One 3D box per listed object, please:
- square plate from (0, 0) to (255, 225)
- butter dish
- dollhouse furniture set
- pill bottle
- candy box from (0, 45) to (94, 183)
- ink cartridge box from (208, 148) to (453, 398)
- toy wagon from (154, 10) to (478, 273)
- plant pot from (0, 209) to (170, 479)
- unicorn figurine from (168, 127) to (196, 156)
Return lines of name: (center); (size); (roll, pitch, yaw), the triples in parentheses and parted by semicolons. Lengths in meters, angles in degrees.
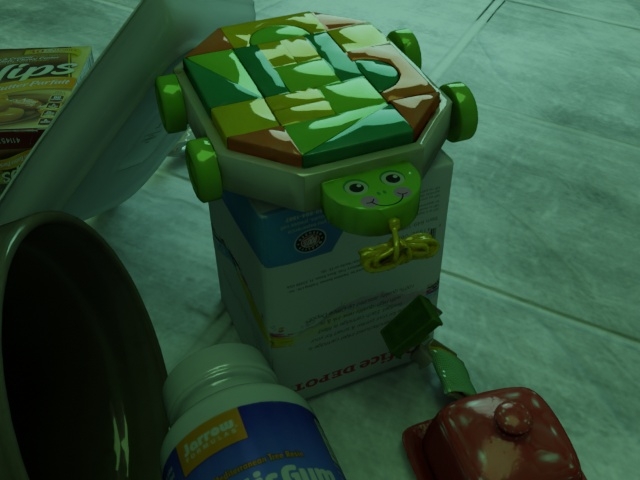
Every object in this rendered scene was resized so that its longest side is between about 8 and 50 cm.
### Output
square plate: (-0.210, -0.136, 0.932); (0.049, 0.344, 0.347); (41, 17, -1)
butter dish: (0.175, 0.198, 0.765); (0.160, 0.118, 0.160); (-11, 42, -12)
dollhouse furniture set: (0.130, 0.113, 0.842); (0.058, 0.151, 0.076); (-42, 39, 16)
pill bottle: (-0.054, 0.223, 0.711); (0.152, 0.152, 0.272); (-15, 45, -16)
candy box: (-0.445, -0.192, 1.192); (0.183, 0.087, 0.316); (-3, 33, -4)
ink cartridge box: (0.000, 0.000, 0.873); (0.198, 0.270, 0.197); (-16, 43, -18)
toy wagon: (0.007, -0.106, 0.735); (0.267, 0.068, 0.344); (-15, 42, -15)
plant pot: (-0.310, 0.164, 0.693); (0.280, 0.323, 0.323); (-16, 42, 6)
unicorn figurine: (-0.180, -0.158, 1.217); (0.111, 0.060, 0.162); (-6, 26, -6)
